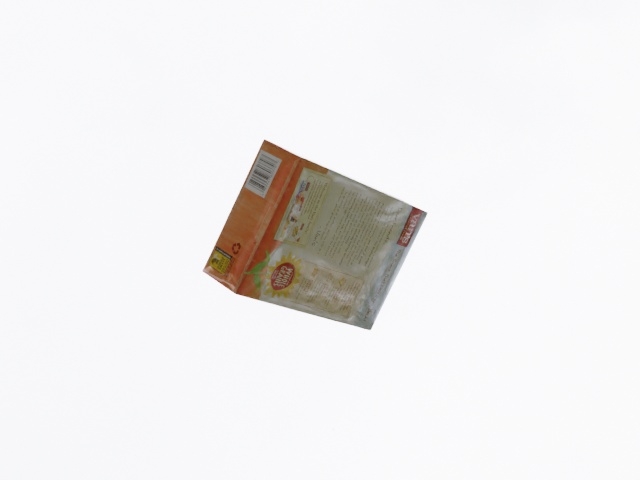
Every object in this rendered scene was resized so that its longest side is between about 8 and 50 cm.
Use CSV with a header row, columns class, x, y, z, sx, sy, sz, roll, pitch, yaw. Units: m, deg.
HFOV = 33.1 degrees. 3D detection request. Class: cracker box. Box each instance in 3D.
class,x,y,z,sx,sy,sz,roll,pitch,yaw
cracker box,0.000,0.000,1.175,0.067,0.232,0.155,30,-83,42
